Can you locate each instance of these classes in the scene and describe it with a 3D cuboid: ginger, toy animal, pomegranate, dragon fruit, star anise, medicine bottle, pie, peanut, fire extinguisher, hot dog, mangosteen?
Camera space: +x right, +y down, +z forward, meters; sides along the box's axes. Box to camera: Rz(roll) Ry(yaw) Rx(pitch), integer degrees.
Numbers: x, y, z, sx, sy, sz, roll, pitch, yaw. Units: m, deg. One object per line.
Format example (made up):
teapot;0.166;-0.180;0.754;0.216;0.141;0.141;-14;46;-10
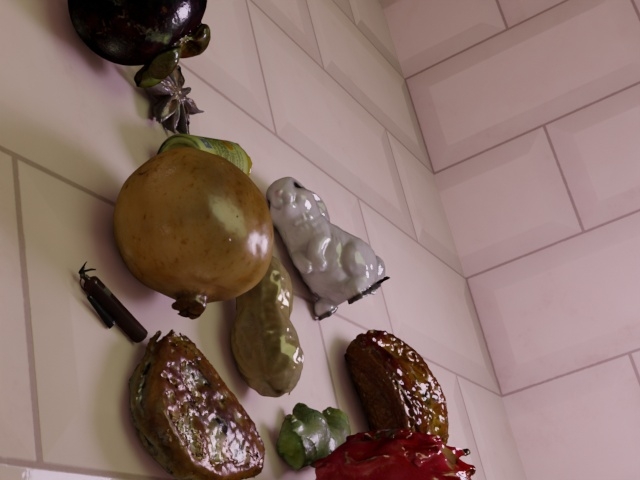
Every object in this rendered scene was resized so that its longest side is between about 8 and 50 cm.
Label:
ginger;-0.004;0.406;1.951;0.137;0.089;0.290;55;18;27
toy animal;0.000;0.000;2.279;0.357;0.194;0.258;59;31;2
pomegranate;-0.220;-0.027;1.642;0.307;0.307;0.307;50;26;-36
dragon fruit;0.124;0.483;1.764;0.371;0.386;0.249;0;78;-39
star anise;-0.319;-0.299;1.968;0.182;0.065;0.195;60;23;-29
medicine bottle;-0.237;-0.156;1.938;0.124;0.124;0.239;69;20;6
pie;-0.215;0.290;1.560;0.308;0.085;0.308;48;25;-31
peanut;-0.112;0.160;1.868;0.149;0.149;0.313;40;38;-49
fire extinguisher;-0.347;0.108;1.516;0.049;0.035;0.173;-51;123;-24
hot dog;0.196;0.401;2.313;0.267;0.174;0.387;-8;77;-66
mangosteen;-0.339;-0.450;1.784;0.288;0.288;0.288;50;26;-36
